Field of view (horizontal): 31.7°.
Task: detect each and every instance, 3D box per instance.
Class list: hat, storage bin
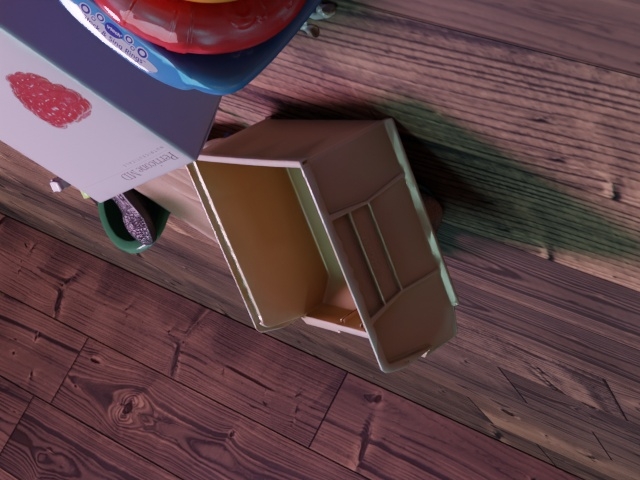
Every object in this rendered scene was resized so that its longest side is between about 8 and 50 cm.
[{"bbox_3d":[-0.253,-0.073,1.885,0.183,0.173,0.208,6,-131,-50],"label":"hat"},{"bbox_3d":[0.000,0.000,1.244,0.262,0.123,0.260,9,125,57],"label":"storage bin"}]

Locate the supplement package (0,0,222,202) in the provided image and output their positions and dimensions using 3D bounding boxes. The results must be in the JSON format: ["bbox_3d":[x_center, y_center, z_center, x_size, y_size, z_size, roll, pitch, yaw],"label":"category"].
[{"bbox_3d":[-0.240,-0.194,1.005,0.293,0.175,0.177,34,148,-29],"label":"supplement package"}]

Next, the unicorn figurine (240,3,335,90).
[{"bbox_3d":[-0.047,-0.199,0.956,0.111,0.060,0.162,19,149,41],"label":"unicorn figurine"}]

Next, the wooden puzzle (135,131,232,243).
[{"bbox_3d":[-0.111,-0.066,1.628,0.322,0.080,0.348,35,162,-30],"label":"wooden puzzle"}]

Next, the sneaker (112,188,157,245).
[{"bbox_3d":[-0.287,-0.084,1.752,0.051,0.089,0.170,-15,115,41],"label":"sneaker"}]

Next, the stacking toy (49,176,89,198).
[{"bbox_3d":[-0.411,-0.151,1.741,0.221,0.052,0.167,22,138,65],"label":"stacking toy"}]

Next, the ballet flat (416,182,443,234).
[{"bbox_3d":[0.088,0.010,1.380,0.107,0.106,0.316,5,169,2],"label":"ballet flat"}]

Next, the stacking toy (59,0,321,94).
[{"bbox_3d":[-0.054,-0.232,0.650,0.175,0.166,0.302,38,154,-1],"label":"stacking toy"}]
